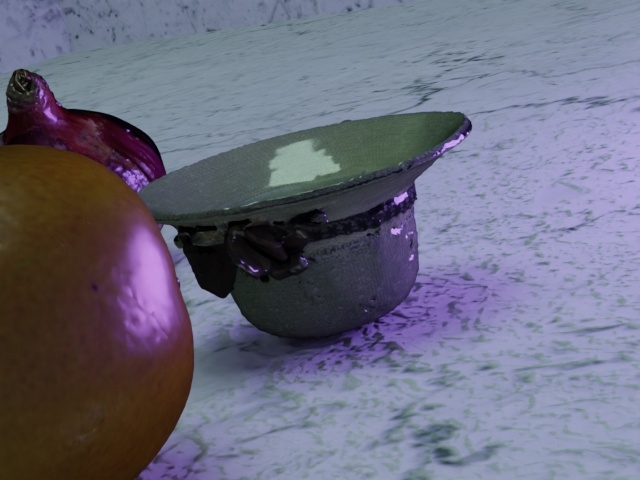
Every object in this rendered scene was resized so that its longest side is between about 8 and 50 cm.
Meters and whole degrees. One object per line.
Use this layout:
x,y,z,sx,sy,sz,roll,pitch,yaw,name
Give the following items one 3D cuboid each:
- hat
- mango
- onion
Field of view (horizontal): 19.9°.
0.000,0.000,1.325,0.257,0.130,0.257,-14,12,3,hat
-0.235,0.088,1.020,0.378,0.221,0.264,-33,25,-29,mango
-0.241,-0.054,1.659,0.195,0.218,0.140,-7,40,2,onion
